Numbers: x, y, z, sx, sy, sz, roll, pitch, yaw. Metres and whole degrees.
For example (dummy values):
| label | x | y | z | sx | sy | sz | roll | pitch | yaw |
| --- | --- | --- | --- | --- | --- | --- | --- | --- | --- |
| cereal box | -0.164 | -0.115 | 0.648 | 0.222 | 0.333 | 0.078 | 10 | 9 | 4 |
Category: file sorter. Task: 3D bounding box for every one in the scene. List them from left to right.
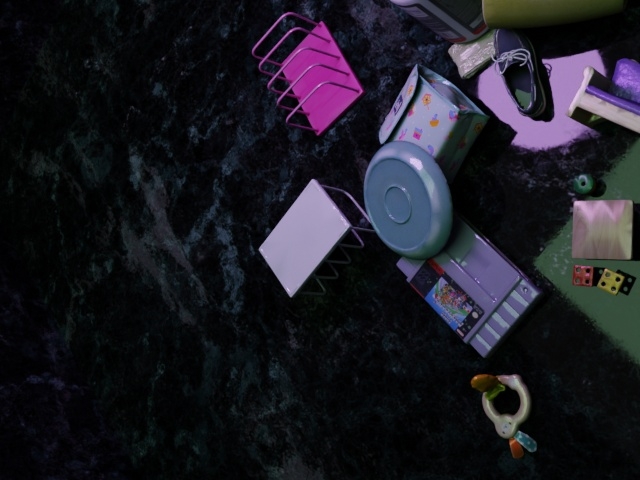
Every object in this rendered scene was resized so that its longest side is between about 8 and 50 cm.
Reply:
| label | x | y | z | sx | sy | sz | roll | pitch | yaw |
| --- | --- | --- | --- | --- | --- | --- | --- | --- | --- |
| file sorter | -0.048 | -0.495 | 2.201 | 0.202 | 0.182 | 0.291 | -41 | 63 | 30 |
| file sorter | 0.000 | 0.000 | 2.133 | 0.278 | 0.173 | 0.193 | -51 | 57 | 24 |

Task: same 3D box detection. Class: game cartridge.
| label | x | y | z | sx | sy | sz | roll | pitch | yaw |
| --- | --- | --- | --- | --- | --- | --- | --- | --- | --- |
| game cartridge | 0.369 | 0.100 | 1.903 | 0.355 | 0.068 | 0.230 | 48 | 112 | 31 |

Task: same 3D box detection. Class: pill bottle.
| label | x | y | z | sx | sy | sz | roll | pitch | yaw |
| --- | --- | --- | --- | --- | --- | --- | --- | --- | --- |
| pill bottle | 0.273 | -0.645 | 1.818 | 0.210 | 0.363 | 0.210 | -15 | 68 | 40 |

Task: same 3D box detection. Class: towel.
| label | x | y | z | sx | sy | sz | roll | pitch | yaw |
| --- | --- | --- | --- | --- | --- | --- | --- | --- | --- |
| towel | 0.406 | -0.500 | 1.932 | 0.148 | 0.027 | 0.110 | -35 | 65 | 32 |

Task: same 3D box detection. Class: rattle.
| label | x | y | z | sx | sy | sz | roll | pitch | yaw |
| --- | --- | --- | --- | --- | --- | --- | --- | --- | --- |
| rattle | 0.438 | 0.421 | 1.776 | 0.130 | 0.143 | 0.200 | -7 | 76 | 20 |

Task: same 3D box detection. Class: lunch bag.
| label | x | y | z | sx | sy | sz | roll | pitch | yaw |
| --- | --- | --- | --- | --- | --- | --- | --- | --- | --- |
| lunch bag | 0.273 | -0.308 | 1.943 | 0.262 | 0.160 | 0.223 | 52 | 127 | 36 |

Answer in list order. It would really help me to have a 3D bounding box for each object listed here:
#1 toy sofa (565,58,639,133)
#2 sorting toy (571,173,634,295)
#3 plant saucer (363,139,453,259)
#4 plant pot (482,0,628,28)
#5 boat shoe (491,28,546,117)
| label | x | y | z | sx | sy | sz | roll | pitch | yaw |
| --- | --- | --- | --- | --- | --- | --- | --- | --- | --- |
| toy sofa | 0.728 | -0.268 | 1.576 | 0.362 | 0.150 | 0.177 | 35 | 109 | 35 |
| sorting toy | 0.645 | -0.014 | 1.692 | 0.132 | 0.046 | 0.275 | 0 | 87 | 39 |
| plant saucer | 0.210 | -0.097 | 1.920 | 0.317 | 0.043 | 0.318 | 27 | 125 | 46 |
| plant pot | 0.551 | -0.605 | 1.695 | 0.293 | 0.275 | 0.275 | 15 | 96 | 24 |
| boat shoe | 0.478 | -0.423 | 1.826 | 0.095 | 0.079 | 0.255 | -17 | 80 | 31 |
